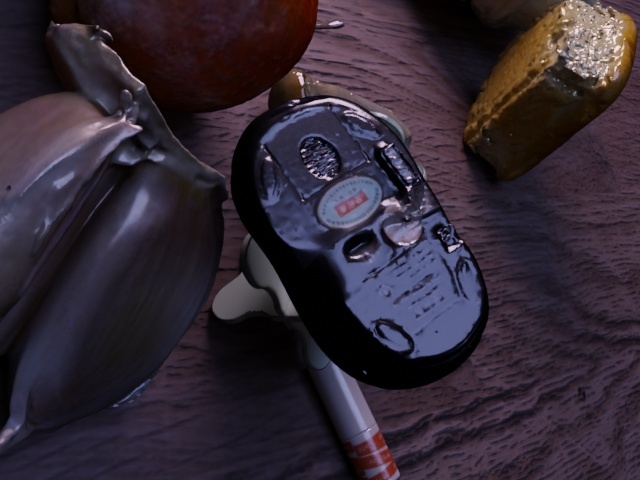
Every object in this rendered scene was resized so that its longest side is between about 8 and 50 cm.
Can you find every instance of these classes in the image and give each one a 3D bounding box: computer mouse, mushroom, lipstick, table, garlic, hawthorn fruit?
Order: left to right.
[{"bbox_3d":[-0.172,0.019,0.510,0.210,0.237,0.292,32,91,-13],"label":"garlic"},{"bbox_3d":[-0.109,-0.214,0.667,0.235,0.231,0.263,-45,110,-4],"label":"hawthorn fruit"},{"bbox_3d":[0.000,0.000,0.705,0.166,0.166,0.198,39,51,-20],"label":"table"},{"bbox_3d":[0.032,-0.124,0.858,0.209,0.071,0.084,12,68,-40],"label":"mushroom"},{"bbox_3d":[0.024,0.003,0.580,0.137,0.096,0.233,-29,83,-19],"label":"computer mouse"},{"bbox_3d":[0.031,0.171,0.731,0.038,0.038,0.130,-21,84,-44],"label":"lipstick"}]

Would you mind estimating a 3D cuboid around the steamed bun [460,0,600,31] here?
[{"bbox_3d":[0.247,-0.455,1.081,0.352,0.247,0.339,12,71,-63],"label":"steamed bun"}]

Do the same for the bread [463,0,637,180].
[{"bbox_3d":[0.289,-0.193,0.988,0.121,0.245,0.174,27,53,-16],"label":"bread"}]
